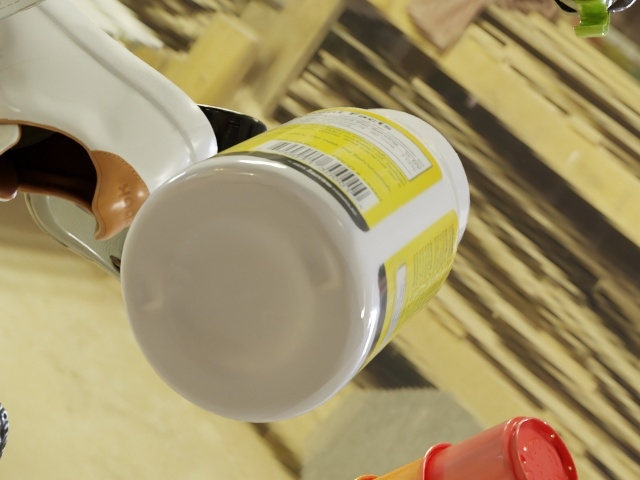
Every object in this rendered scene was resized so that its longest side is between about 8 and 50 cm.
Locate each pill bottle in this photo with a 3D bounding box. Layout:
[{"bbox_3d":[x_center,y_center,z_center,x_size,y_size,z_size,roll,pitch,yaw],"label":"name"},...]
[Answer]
[{"bbox_3d":[0.000,0.000,0.708,0.119,0.119,0.208,38,23,8],"label":"pill bottle"}]

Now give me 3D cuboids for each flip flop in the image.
[{"bbox_3d":[-0.130,-0.005,1.245,0.080,0.112,0.277,4,-22,42],"label":"flip flop"}]

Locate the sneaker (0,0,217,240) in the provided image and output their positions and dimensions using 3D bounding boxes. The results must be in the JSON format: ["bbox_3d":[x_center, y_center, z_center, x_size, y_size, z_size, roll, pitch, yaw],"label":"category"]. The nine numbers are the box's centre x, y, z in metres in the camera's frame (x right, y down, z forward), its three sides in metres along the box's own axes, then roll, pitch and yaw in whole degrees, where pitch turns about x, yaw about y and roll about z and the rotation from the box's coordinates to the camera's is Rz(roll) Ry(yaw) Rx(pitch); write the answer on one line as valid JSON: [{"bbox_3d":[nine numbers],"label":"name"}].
[{"bbox_3d":[-0.213,-0.108,0.946,0.290,0.106,0.123,35,58,17],"label":"sneaker"}]

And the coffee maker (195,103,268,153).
[{"bbox_3d":[-0.112,-0.039,1.429,0.120,0.178,0.171,18,-17,-17],"label":"coffee maker"}]

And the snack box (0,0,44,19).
[{"bbox_3d":[-0.051,-0.219,0.532,0.187,0.322,0.060,55,34,-28],"label":"snack box"}]

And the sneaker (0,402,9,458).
[{"bbox_3d":[-0.448,0.182,1.679,0.130,0.286,0.109,15,36,27],"label":"sneaker"}]

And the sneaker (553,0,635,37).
[{"bbox_3d":[0.111,-0.191,0.623,0.084,0.234,0.097,0,-30,21],"label":"sneaker"}]

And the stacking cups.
[{"bbox_3d":[0.020,0.192,0.905,0.096,0.316,0.096,36,37,-33],"label":"stacking cups"}]
